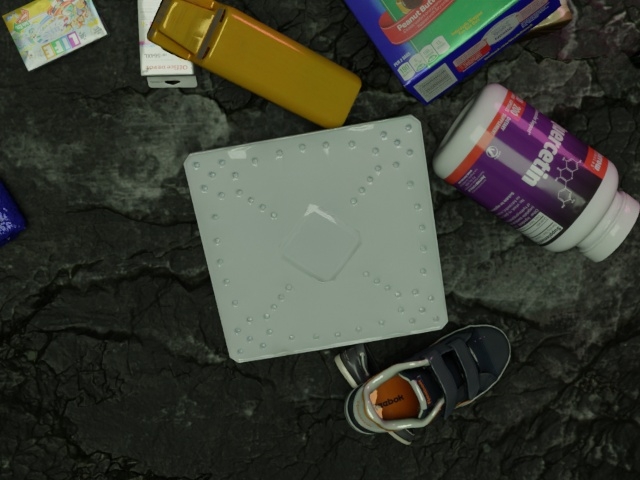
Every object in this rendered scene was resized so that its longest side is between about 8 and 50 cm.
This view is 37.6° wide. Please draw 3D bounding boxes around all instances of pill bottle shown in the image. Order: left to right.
[{"bbox_3d":[0.359,-0.104,1.556,0.322,0.181,0.182,33,97,-3],"label":"pill bottle"}]

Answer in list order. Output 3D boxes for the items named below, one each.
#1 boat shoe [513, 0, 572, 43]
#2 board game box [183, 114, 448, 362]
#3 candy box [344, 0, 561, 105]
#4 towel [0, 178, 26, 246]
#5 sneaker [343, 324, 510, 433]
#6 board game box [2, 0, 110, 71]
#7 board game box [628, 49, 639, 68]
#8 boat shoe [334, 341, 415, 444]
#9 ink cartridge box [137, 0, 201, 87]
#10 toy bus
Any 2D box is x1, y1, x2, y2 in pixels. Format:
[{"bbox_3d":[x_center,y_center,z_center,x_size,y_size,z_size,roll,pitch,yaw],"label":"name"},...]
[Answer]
[{"bbox_3d":[0.269,-0.365,1.568,0.285,0.104,0.089,-14,89,0],"label":"boat shoe"},{"bbox_3d":[0.000,0.000,1.603,0.389,0.050,0.390,-10,112,3],"label":"board game box"},{"bbox_3d":[0.173,-0.421,1.480,0.268,0.122,0.317,-36,68,12],"label":"candy box"},{"bbox_3d":[-0.687,-0.090,1.641,0.227,0.076,0.308,-34,96,7],"label":"towel"},{"bbox_3d":[0.199,0.240,1.599,0.321,0.127,0.126,-26,85,-13],"label":"sneaker"},{"bbox_3d":[-0.454,-0.370,1.620,0.154,0.026,0.104,-24,97,5],"label":"board game box"},{"bbox_3d":[0.639,-0.368,1.535,0.259,0.136,0.030,-35,94,6],"label":"board game box"},{"bbox_3d":[0.111,0.270,1.669,0.065,0.075,0.206,-39,90,9],"label":"boat shoe"},{"bbox_3d":[-0.253,-0.331,1.588,0.092,0.090,0.143,-1,97,2],"label":"ink cartridge box"},{"bbox_3d":[-0.106,-0.294,1.522,0.332,0.130,0.108,23,98,-31],"label":"toy bus"}]
